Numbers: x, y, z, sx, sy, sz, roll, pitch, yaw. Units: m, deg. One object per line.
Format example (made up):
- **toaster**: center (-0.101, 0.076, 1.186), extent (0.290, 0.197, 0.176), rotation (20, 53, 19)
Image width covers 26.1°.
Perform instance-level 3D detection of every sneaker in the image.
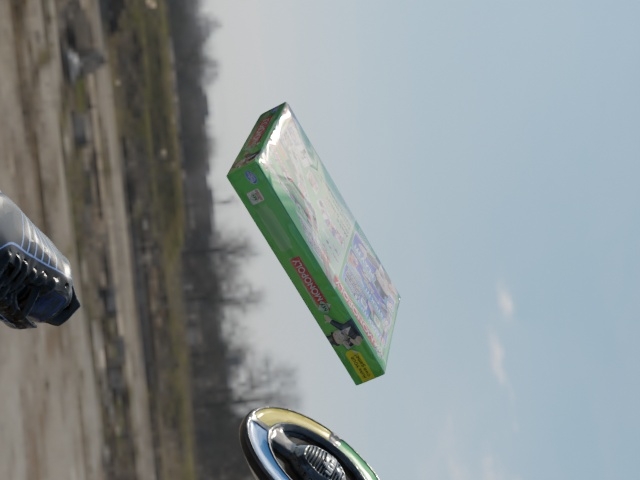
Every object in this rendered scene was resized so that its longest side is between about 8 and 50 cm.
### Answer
- **sneaker**: center (-0.232, 0.019, 1.026), extent (0.090, 0.081, 0.232), rotation (44, -1, 5)

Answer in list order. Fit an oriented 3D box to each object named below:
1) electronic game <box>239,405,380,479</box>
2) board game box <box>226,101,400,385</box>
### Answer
- **electronic game**: center (-0.004, 0.291, 1.731), extent (0.048, 0.229, 0.229), rotation (-53, -157, 18)
- **board game box**: center (0.000, 0.000, 1.753), extent (0.317, 0.046, 0.213), rotation (59, 21, -17)
